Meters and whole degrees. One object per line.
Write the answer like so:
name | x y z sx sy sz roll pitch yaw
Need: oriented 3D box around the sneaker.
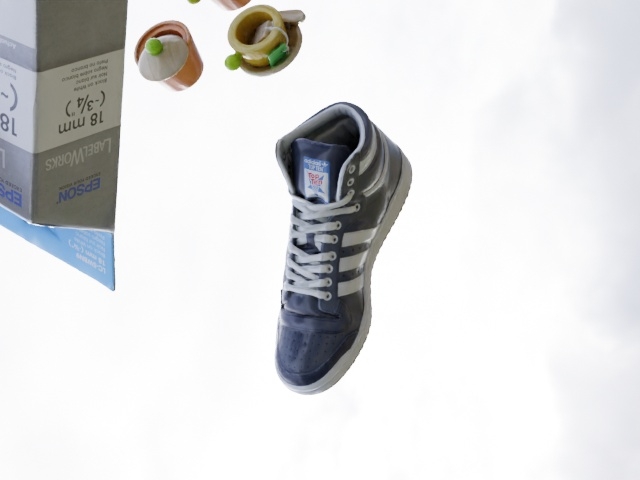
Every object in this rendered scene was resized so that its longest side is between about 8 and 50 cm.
sneaker | 0.000 0.000 1.282 0.153 0.099 0.282 50 -124 -57

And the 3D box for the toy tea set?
toy tea set | -0.088 -0.312 1.530 0.336 0.200 0.124 -57 -34 -13

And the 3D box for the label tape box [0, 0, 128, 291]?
label tape box | -0.290 -0.122 1.144 0.106 0.240 0.334 -29 -44 -45
